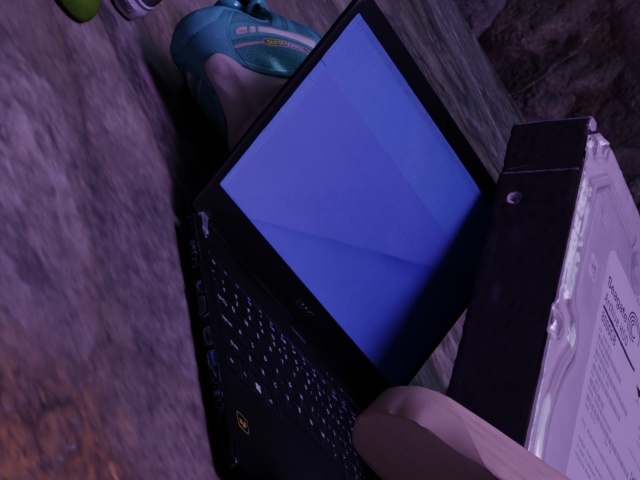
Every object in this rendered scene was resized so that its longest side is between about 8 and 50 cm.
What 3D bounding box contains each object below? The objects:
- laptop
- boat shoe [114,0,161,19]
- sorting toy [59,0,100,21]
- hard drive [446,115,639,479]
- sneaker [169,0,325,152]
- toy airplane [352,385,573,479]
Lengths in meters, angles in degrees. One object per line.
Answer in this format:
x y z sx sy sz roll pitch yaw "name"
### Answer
0.041 0.049 0.919 0.234 0.136 0.264 50 19 -43 "laptop"
-0.100 -0.174 1.011 0.049 0.040 0.142 56 15 -28 "boat shoe"
-0.122 -0.163 0.899 0.061 0.042 0.102 56 16 -30 "sorting toy"
0.150 0.125 1.025 0.237 0.064 0.339 58 38 -42 "hard drive"
-0.025 -0.112 1.066 0.110 0.107 0.275 49 10 0 "sneaker"
0.211 0.234 0.706 0.384 0.272 0.386 48 -13 -30 "toy airplane"
